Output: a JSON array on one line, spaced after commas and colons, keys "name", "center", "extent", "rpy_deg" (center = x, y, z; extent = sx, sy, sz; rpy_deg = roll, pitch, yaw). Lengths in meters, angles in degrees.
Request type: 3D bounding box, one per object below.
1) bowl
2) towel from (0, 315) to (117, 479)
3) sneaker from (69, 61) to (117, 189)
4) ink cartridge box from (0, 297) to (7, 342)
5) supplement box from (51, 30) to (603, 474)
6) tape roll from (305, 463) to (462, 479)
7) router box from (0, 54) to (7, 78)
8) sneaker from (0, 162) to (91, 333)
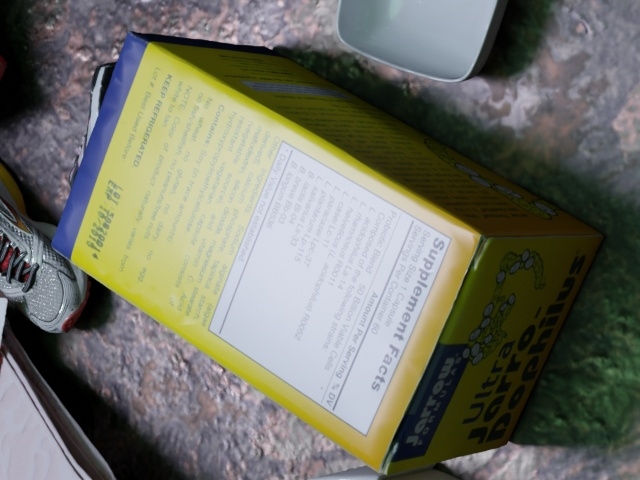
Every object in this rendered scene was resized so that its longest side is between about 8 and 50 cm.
[{"name": "bowl", "center": [0.091, -0.203, 1.369], "extent": [0.142, 0.053, 0.142], "rpy_deg": [23, 105, 31]}, {"name": "towel", "center": [-0.319, 0.272, 1.601], "extent": [0.317, 0.053, 0.332], "rpy_deg": [48, 116, 45]}, {"name": "sneaker", "center": [-0.196, -0.072, 1.556], "extent": [0.077, 0.072, 0.178], "rpy_deg": [-1, 85, 44]}, {"name": "ink cartridge box", "center": [-0.358, 0.121, 1.635], "extent": [0.179, 0.045, 0.145], "rpy_deg": [2, 79, 32]}, {"name": "supplement box", "center": [0.000, 0.000, 1.350], "extent": [0.356, 0.195, 0.194], "rpy_deg": [32, 108, 30]}, {"name": "tape roll", "center": [0.047, 0.321, 1.385], "extent": [0.286, 0.100, 0.286], "rpy_deg": [1, 92, 34]}, {"name": "router box", "center": [-0.517, -0.182, 1.616], "extent": [0.335, 0.301, 0.082], "rpy_deg": [-24, 34, 29]}, {"name": "sneaker", "center": [-0.301, 0.006, 1.611], "extent": [0.225, 0.092, 0.088], "rpy_deg": [43, 112, 24]}]
